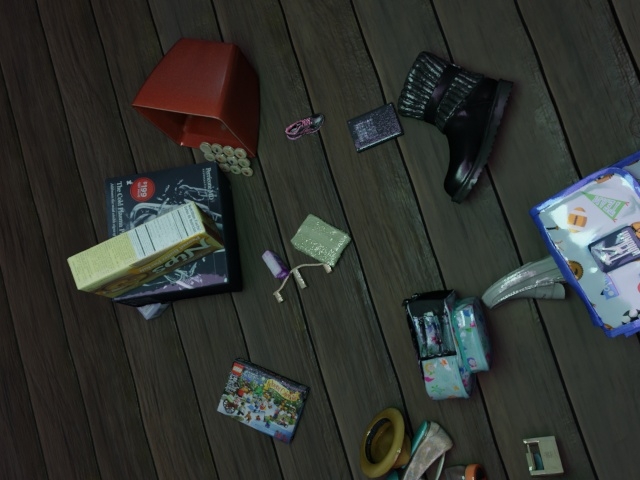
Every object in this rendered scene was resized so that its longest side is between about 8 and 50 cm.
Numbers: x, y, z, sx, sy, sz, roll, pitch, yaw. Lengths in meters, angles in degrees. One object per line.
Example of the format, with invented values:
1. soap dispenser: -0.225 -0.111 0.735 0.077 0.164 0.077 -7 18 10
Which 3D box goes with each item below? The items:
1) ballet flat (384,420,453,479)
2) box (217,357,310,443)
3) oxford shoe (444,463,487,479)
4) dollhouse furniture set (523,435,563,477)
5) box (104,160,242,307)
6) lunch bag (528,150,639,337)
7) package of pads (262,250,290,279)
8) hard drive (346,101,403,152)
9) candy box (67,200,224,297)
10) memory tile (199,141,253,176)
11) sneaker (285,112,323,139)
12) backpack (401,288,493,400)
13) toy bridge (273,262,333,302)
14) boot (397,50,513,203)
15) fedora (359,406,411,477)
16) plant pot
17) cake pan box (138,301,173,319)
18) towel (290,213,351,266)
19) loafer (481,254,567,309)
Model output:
1. ballet flat: 0.235 0.617 1.408 0.106 0.107 0.316 32 98 4
2. box: -0.163 0.451 1.556 0.233 0.044 0.159 19 94 16
3. oxford shoe: 0.380 0.699 1.378 0.098 0.097 0.272 -15 79 35
4. dollhouse furniture set: 0.576 0.578 1.315 0.128 0.129 0.184 -13 55 15
5. box: -0.401 -0.012 1.513 0.312 0.179 0.343 -9 77 1
6. lunch bag: 0.687 -0.015 1.171 0.385 0.239 0.328 -25 78 -8
7. package of pads: -0.126 0.068 1.542 0.032 0.050 0.083 -45 59 15
8. hard drive: 0.149 -0.308 1.498 0.135 0.022 0.094 -20 83 15
9. candy box: -0.408 0.029 1.318 0.316 0.183 0.088 -25 78 -1
10. memory tile: -0.270 -0.233 1.579 0.148 0.113 0.012 12 57 17
11. sneaker: -0.047 -0.323 1.539 0.119 0.057 0.047 -27 79 13
12. backpack: 0.315 0.254 1.331 0.191 0.225 0.254 -7 90 21
13. toy bridge: -0.057 0.106 1.545 0.188 0.026 0.063 -31 78 13
14. boot: 0.309 -0.287 1.391 0.260 0.131 0.348 20 83 9
15. fedora: 0.177 0.524 1.400 0.079 0.194 0.194 31 98 -14
16. plant pot: -0.313 -0.405 1.528 0.267 0.267 0.236 11 79 16
17. cake pan box: -0.509 0.068 1.657 0.267 0.070 0.246 44 101 13
18. towel: 0.000 0.000 1.518 0.148 0.027 0.110 30 85 19
19. loafer: 0.549 0.096 1.323 0.319 0.112 0.112 -28 72 13
